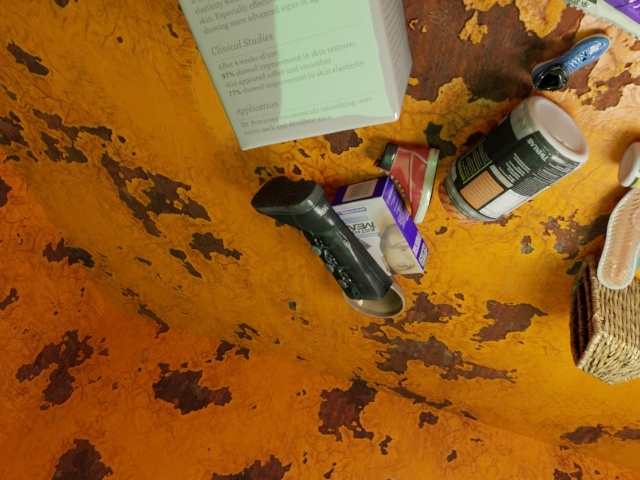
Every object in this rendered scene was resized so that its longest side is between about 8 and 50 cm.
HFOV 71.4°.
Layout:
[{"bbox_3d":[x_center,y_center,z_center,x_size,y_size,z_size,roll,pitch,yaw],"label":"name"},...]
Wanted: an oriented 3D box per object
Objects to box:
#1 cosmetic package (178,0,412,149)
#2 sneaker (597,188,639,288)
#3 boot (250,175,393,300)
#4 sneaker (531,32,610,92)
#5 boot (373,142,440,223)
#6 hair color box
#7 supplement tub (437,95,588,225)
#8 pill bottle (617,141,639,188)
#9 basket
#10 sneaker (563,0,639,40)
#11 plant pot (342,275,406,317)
[{"bbox_3d":[-0.028,-0.437,0.842,0.330,0.327,0.393,-5,125,21],"label":"cosmetic package"},{"bbox_3d":[0.805,-0.024,1.153,0.108,0.121,0.302,26,128,33],"label":"sneaker"},{"bbox_3d":[0.001,0.001,1.466,0.445,0.146,0.367,48,165,-29],"label":"boot"},{"bbox_3d":[0.513,-0.358,0.917,0.152,0.084,0.058,-18,125,40],"label":"sneaker"},{"bbox_3d":[0.237,-0.165,1.284,0.176,0.088,0.244,12,132,15],"label":"boot"},{"bbox_3d":[0.197,-0.034,1.435,0.185,0.110,0.338,-9,133,35],"label":"hair color box"},{"bbox_3d":[0.445,-0.174,1.077,0.194,0.193,0.316,33,141,-11],"label":"supplement tub"},{"bbox_3d":[0.785,-0.157,0.995,0.184,0.103,0.103,13,140,14],"label":"pill bottle"},{"bbox_3d":[0.786,0.227,1.281,0.223,0.299,0.213,27,143,-8],"label":"basket"},{"bbox_3d":[0.531,-0.437,0.734,0.294,0.102,0.146,23,142,-1],"label":"sneaker"},{"bbox_3d":[0.209,0.179,1.670,0.238,0.109,0.237,13,140,12],"label":"plant pot"}]
